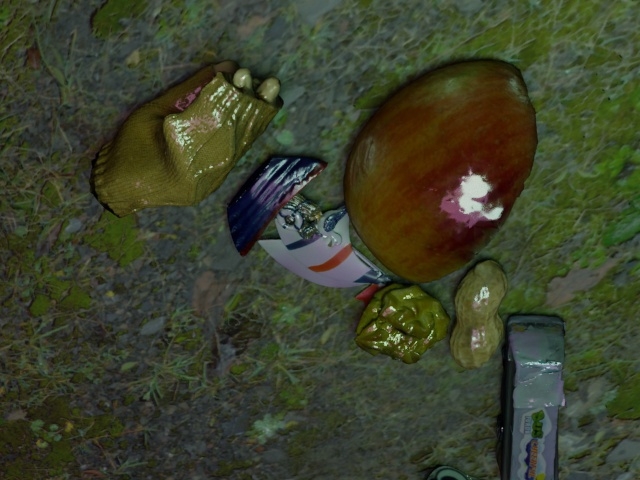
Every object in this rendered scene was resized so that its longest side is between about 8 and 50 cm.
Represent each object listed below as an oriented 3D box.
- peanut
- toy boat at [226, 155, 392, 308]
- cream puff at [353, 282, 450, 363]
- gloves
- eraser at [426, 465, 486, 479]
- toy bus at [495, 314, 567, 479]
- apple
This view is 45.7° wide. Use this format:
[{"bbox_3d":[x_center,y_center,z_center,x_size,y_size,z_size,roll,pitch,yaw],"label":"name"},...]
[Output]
[{"bbox_3d":[0.261,0.122,1.240,0.089,0.089,0.192,8,115,9],"label":"peanut"},{"bbox_3d":[-0.029,0.002,1.272,0.219,0.072,0.318,-21,117,18],"label":"toy boat"},{"bbox_3d":[0.132,0.144,1.244,0.146,0.116,0.146,17,139,16],"label":"cream puff"},{"bbox_3d":[-0.201,-0.156,1.173,0.357,0.203,0.155,-30,126,28],"label":"gloves"},{"bbox_3d":[0.235,0.575,1.444,0.171,0.087,0.290,21,116,4],"label":"eraser"},{"bbox_3d":[0.351,0.286,1.261,0.113,0.138,0.316,0,115,11],"label":"toy bus"},{"bbox_3d":[0.171,-0.100,1.110,0.254,0.179,0.346,42,117,12],"label":"apple"}]
